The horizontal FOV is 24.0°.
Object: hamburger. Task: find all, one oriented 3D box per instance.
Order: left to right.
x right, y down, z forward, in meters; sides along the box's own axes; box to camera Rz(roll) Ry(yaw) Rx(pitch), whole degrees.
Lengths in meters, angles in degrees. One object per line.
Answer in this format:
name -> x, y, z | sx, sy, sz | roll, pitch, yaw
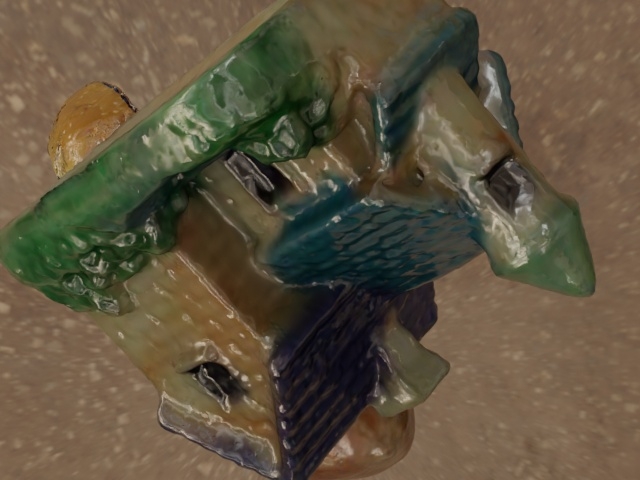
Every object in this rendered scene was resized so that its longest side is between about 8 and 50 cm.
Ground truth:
hamburger -> -0.207, -0.088, 1.367 | 0.102, 0.176, 0.087 | -27, 123, -20

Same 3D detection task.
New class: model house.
model house -> 0.000, 0.000, 0.991 | 0.280, 0.312, 0.245 | 50, 48, -9

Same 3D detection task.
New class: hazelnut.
hazelnut -> -0.002, 0.157, 1.490 | 0.214, 0.214, 0.176 | 15, 106, 0
